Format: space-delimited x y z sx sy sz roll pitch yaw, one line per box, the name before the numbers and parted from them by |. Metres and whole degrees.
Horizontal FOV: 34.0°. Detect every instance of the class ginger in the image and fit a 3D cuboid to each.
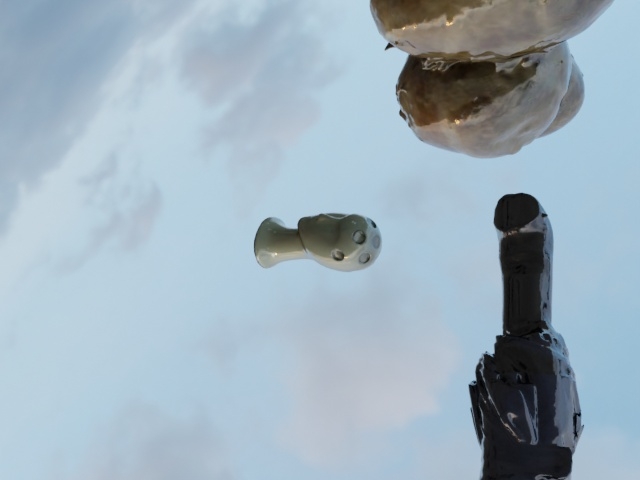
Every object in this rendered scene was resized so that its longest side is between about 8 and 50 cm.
ginger | 0.165 -0.188 0.963 0.244 0.304 0.155 -27 -121 -16

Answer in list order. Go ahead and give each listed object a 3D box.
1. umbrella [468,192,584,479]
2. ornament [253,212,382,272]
umbrella | 0.111 0.096 0.534 0.071 0.071 0.248 -17 -121 48
ornament | 0.000 0.000 1.273 0.156 0.081 0.075 1 -142 34
